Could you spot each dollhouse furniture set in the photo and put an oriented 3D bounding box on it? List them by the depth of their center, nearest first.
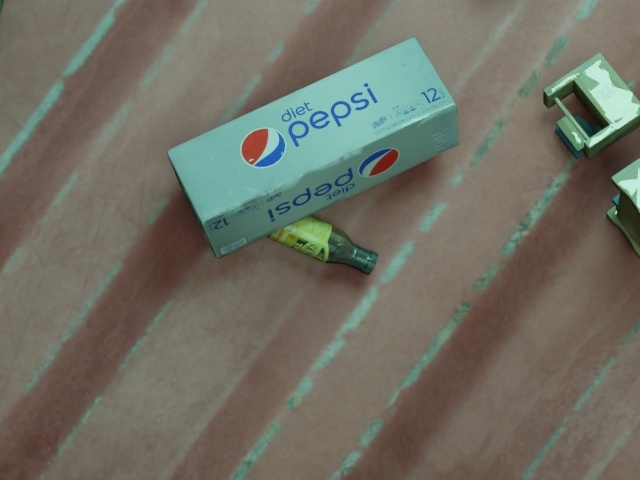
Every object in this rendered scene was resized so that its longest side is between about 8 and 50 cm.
[{"bbox_3d":[0.345,-0.104,1.704,0.129,0.129,0.183,-33,71,-4],"label":"dollhouse furniture set"}]

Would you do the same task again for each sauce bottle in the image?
[{"bbox_3d":[0.000,0.000,1.687,0.128,0.042,0.042,24,93,-9],"label":"sauce bottle"}]

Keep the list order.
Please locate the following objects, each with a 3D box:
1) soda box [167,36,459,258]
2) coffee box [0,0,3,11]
[{"bbox_3d":[-0.005,-0.095,1.632,0.286,0.091,0.098,-26,63,-5],"label":"soda box"},{"bbox_3d":[-0.363,-0.262,1.534,0.119,0.168,0.297,14,96,-10],"label":"coffee box"}]
